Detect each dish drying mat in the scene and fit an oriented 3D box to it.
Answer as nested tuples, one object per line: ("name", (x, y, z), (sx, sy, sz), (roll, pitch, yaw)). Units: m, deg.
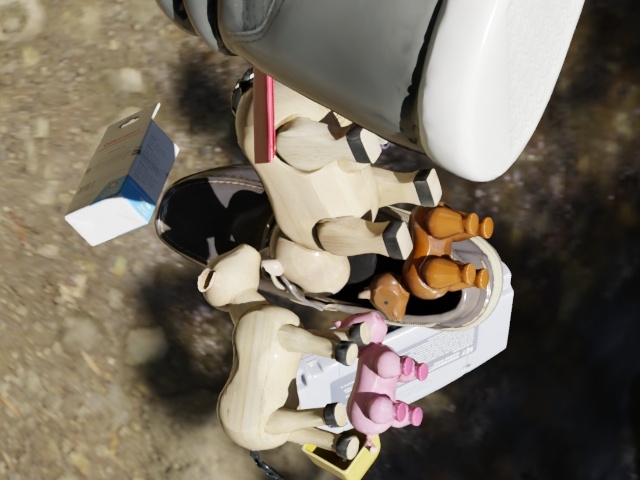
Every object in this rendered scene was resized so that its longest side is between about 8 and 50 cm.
("dish drying mat", (-0.040, -0.096, 1.029), (0.008, 0.032, 0.083), (-2, 92, -24))

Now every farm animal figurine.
("farm animal figurine", (-0.002, -0.004, 1.200), (0.330, 0.172, 0.326), (-40, 127, -52))

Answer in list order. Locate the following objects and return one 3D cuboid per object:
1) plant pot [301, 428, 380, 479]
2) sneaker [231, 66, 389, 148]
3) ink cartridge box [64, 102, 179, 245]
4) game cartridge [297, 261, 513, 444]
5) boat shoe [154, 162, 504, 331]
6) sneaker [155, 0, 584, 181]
("plant pot", (0.036, 0.300, 2.052), (0.081, 0.081, 0.083), (-51, 147, -21))
("sneaker", (0.031, -0.166, 1.742), (0.283, 0.107, 0.124), (-12, 65, 8))
("ink cartridge box", (-0.251, -0.088, 1.883), (0.060, 0.104, 0.180), (48, 39, -29))
("game cartridge", (0.091, 0.140, 1.757), (0.297, 0.198, 0.062), (-24, 64, -12))
("boat shoe", (0.000, 0.000, 1.403), (0.355, 0.130, 0.132), (12, 93, 14))
("sneaker", (0.035, -0.176, 0.454), (0.295, 0.147, 0.104), (-69, 157, -6))
